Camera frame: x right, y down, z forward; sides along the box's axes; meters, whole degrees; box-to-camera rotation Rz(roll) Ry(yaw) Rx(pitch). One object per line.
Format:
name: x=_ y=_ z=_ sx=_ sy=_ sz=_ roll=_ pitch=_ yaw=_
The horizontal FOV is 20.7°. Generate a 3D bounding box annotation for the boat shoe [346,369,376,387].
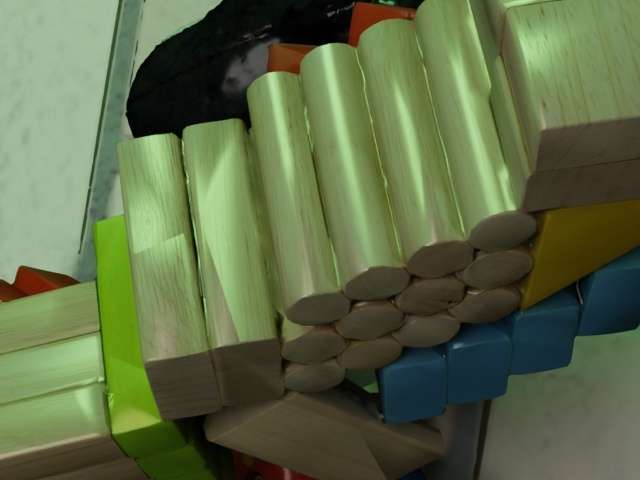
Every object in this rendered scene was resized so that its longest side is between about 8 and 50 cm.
boat shoe: x=0.055 y=-0.026 z=0.647 sx=0.078 sy=0.070 sz=0.219 roll=48 pitch=137 yaw=5

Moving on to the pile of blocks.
pile of blocks: x=0.000 y=0.000 z=0.585 sx=0.362 sy=0.149 sz=0.113 roll=-28 pitch=54 yaw=27

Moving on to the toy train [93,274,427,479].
toy train: x=-0.019 y=0.129 z=0.717 sx=0.248 sy=0.105 sz=0.143 roll=42 pitch=114 yaw=22

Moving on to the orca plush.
orca plush: x=0.034 y=-0.068 z=0.699 sx=0.287 sy=0.102 sz=0.151 roll=8 pitch=90 yaw=26
